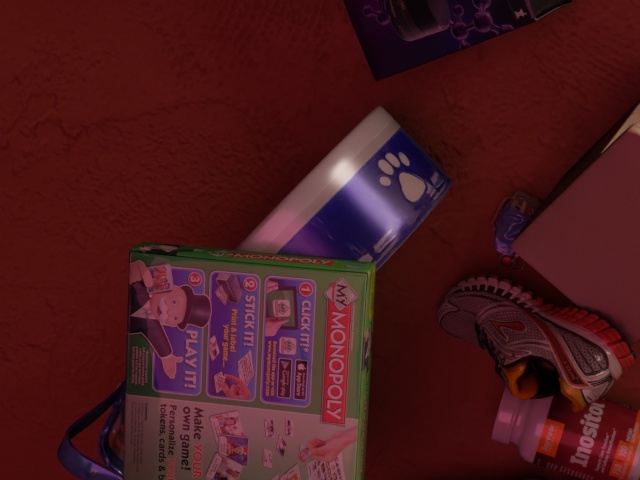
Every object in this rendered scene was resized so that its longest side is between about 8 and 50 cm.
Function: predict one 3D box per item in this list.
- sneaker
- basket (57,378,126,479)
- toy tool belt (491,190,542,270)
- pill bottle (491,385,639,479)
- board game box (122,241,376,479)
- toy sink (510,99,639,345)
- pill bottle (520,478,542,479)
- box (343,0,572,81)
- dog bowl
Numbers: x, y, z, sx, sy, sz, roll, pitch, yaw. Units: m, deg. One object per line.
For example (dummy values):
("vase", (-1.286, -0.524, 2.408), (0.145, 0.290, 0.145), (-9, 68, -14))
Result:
("sneaker", (0.192, 0.100, 1.416), (0.225, 0.093, 0.088), (17, 150, 49))
("basket", (-0.102, 0.214, 1.465), (0.254, 0.289, 0.201), (31, 109, 4))
("toy tool belt", (0.194, -0.005, 1.454), (0.052, 0.051, 0.083), (20, 109, 10))
("pill bottle", (0.254, 0.194, 1.471), (0.152, 0.086, 0.086), (16, 108, 11))
("board game box", (-0.066, 0.168, 1.278), (0.213, 0.046, 0.317), (5, 101, 9))
("toy sink", (0.309, -0.035, 1.323), (0.153, 0.131, 0.234), (40, 147, 3))
("pill bottle", (0.187, 0.314, 1.500), (0.221, 0.124, 0.124), (-14, 100, 18))
("box", (0.096, -0.306, 1.355), (0.184, 0.103, 0.261), (-18, 99, 32))
("dog bowl", (0.000, 0.000, 1.395), (0.104, 0.265, 0.265), (45, 111, -1))
